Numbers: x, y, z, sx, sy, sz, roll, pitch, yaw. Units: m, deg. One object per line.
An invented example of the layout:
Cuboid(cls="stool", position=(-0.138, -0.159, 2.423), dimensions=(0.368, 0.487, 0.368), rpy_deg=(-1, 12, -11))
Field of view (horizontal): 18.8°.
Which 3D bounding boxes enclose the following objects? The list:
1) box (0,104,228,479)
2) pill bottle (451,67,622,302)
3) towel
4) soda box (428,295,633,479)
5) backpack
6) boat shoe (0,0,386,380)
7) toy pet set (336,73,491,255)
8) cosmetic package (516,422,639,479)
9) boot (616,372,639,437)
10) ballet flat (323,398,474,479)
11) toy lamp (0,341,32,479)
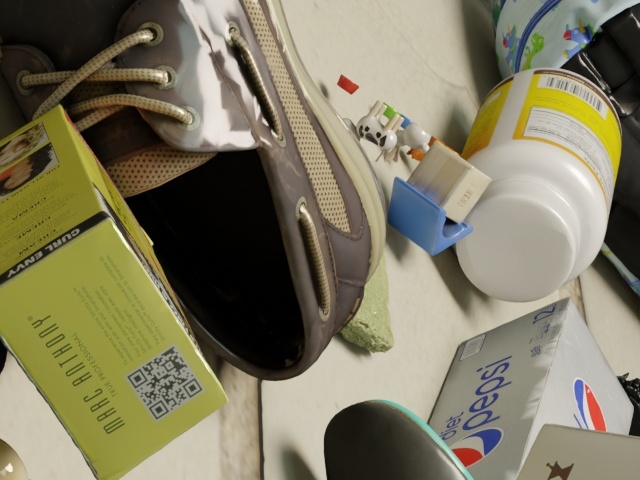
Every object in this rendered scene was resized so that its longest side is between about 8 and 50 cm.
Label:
Cuboid(cls="box", position=(-0.097, 0.012, 0.774), dimensions=(0.087, 0.058, 0.232), rpy_deg=(58, -3, -17))
Cuboid(cls="pill bottle", position=(0.157, -0.039, 1.421), dimensions=(0.117, 0.117, 0.215), rpy_deg=(59, 24, -16))
Cuboid(cls="towel", position=(0.000, 0.000, 1.159), dimensions=(0.148, 0.027, 0.110), rpy_deg=(40, 35, -49))
Cuboid(cls="soda box", position=(0.122, 0.146, 1.204), dimensions=(0.098, 0.091, 0.286), rpy_deg=(59, 23, -14))
Cuboid(cls="backpack", position=(0.299, -0.118, 1.650), dimensions=(0.355, 0.290, 0.273), rpy_deg=(27, 36, -47))
Cuboid(cls="boat shoe", position=(-0.076, -0.074, 0.931), dimensions=(0.355, 0.132, 0.130), rpy_deg=(52, 27, -29))
Cuboid(cls="toy pet set", position=(0.057, -0.045, 1.315), dimensions=(0.114, 0.065, 0.122), rpy_deg=(38, 6, 28))
Cuboid(cls="cosmetic package", position=(0.119, 0.312, 0.816), dimensions=(0.284, 0.097, 0.377), rpy_deg=(46, 61, -36))
Cuboid(cls="boot", position=(0.203, 0.158, 1.357), dimensions=(0.121, 0.099, 0.045), rpy_deg=(66, 21, -3))
Cuboid(cls="ballet flat", position=(0.072, 0.220, 1.030), dimensions=(0.280, 0.095, 0.096), rpy_deg=(61, 35, -12))
Cuboid(cls="toy lamp", position=(-0.111, 0.112, 0.749), dimensions=(0.274, 0.080, 0.080), rpy_deg=(57, 25, -28))
